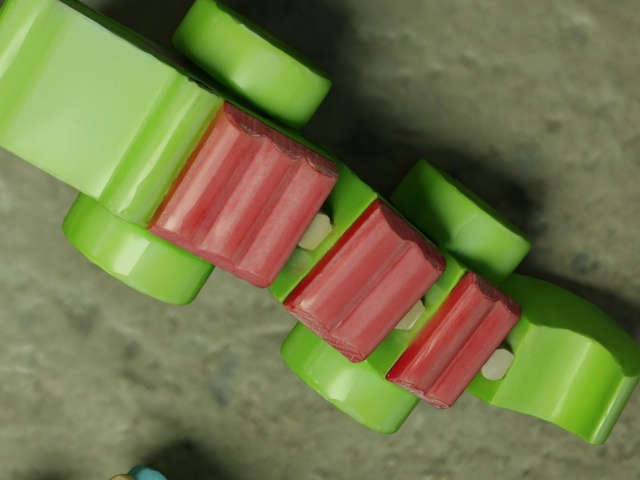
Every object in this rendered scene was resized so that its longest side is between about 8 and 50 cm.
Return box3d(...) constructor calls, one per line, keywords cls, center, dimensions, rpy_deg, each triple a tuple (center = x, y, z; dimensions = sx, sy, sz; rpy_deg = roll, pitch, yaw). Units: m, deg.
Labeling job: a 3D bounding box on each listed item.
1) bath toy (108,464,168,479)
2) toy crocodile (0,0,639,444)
box3d(cls="bath toy", center=(-0.198, 0.228, 0.739), dimensions=(0.348, 0.129, 0.151), rpy_deg=(-20, 65, -8))
box3d(cls="toy crocodile", center=(0.000, 0.000, 0.703), dimensions=(0.340, 0.105, 0.115), rpy_deg=(33, 96, -34))
